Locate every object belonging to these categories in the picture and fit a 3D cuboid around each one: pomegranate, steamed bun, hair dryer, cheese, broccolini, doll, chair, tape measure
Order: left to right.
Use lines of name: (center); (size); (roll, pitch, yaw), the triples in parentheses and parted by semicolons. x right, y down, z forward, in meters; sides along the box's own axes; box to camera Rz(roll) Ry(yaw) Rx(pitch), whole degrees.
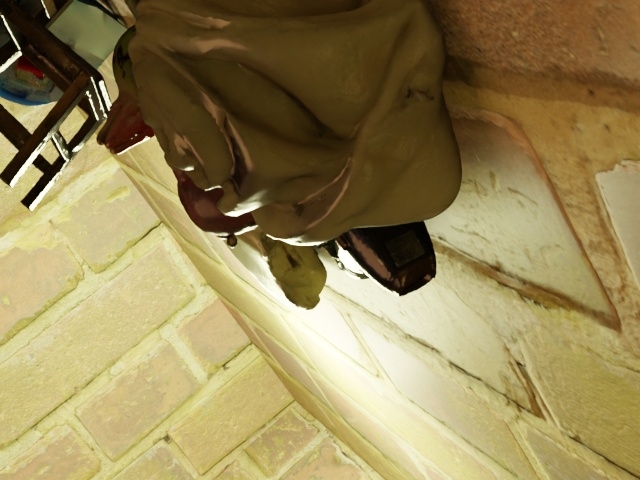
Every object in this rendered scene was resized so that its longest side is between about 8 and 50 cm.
tape measure: (-0.559, -0.398, 1.961); (0.259, 0.262, 0.138); (15, -151, -55)
chair: (-0.413, -0.290, 1.593); (0.241, 0.416, 0.203); (42, 168, 5)
pomegranate: (-0.241, -0.225, 1.520); (0.214, 0.248, 0.214); (41, 167, 11)
doll: (-0.096, -0.113, 1.406); (0.196, 0.256, 0.152); (50, 124, -1)
steamed bun: (-0.051, -0.154, 0.994); (0.342, 0.255, 0.367); (33, 146, 40)
cheese: (-0.090, 0.011, 1.957); (0.233, 0.127, 0.266); (35, 162, 49)
broccolini: (0.017, -0.010, 1.744); (0.091, 0.068, 0.203); (57, -172, 31)
hair dryer: (0.071, -0.111, 1.215); (0.303, 0.120, 0.359); (61, 160, 16)

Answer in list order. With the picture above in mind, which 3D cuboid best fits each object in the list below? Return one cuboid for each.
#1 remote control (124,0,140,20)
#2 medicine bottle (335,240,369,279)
remote control: (-0.273, -0.353, 1.720); (0.229, 0.044, 0.073); (56, -170, -16)
medicine bottle: (0.067, 0.004, 1.479); (0.090, 0.090, 0.216); (48, 170, 11)
